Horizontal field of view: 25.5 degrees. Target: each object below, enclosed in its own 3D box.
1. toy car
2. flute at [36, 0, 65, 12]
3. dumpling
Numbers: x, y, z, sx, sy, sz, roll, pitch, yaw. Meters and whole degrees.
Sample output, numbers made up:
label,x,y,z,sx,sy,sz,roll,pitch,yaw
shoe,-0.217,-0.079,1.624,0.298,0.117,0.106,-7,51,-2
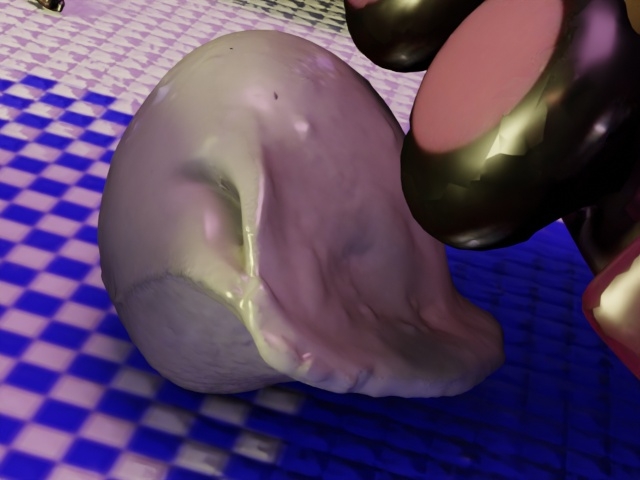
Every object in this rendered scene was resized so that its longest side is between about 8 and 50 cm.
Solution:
label,x,y,z,sx,sy,sz,roll,pitch,yaw
toy car,0.181,-0.059,0.446,0.271,0.240,0.341,33,20,-27
flute,-0.229,-0.192,0.871,0.014,0.014,0.269,-9,33,-40
dumpling,-0.001,0.003,0.480,0.155,0.111,0.181,22,42,-27
